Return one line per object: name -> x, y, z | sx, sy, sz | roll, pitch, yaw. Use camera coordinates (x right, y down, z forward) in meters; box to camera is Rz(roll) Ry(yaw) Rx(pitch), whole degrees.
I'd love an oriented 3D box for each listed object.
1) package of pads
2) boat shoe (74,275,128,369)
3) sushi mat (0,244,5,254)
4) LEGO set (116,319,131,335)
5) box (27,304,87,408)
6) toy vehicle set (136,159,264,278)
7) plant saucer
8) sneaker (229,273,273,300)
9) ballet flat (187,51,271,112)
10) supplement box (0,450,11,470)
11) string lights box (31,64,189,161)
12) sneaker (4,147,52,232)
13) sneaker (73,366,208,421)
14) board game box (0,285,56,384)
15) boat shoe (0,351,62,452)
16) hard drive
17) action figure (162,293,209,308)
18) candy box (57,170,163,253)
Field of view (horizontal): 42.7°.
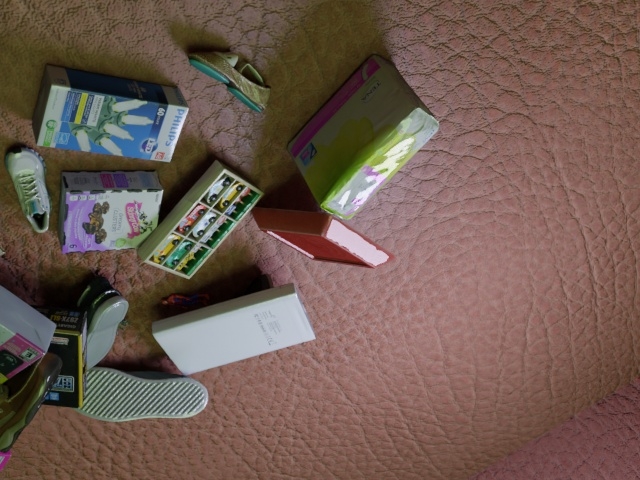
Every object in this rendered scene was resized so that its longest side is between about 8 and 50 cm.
package of pads -> 0.084, -0.214, 1.713 | 0.296, 0.229, 0.101 | -46, 135, 18
boat shoe -> -0.536, 0.202, 1.904 | 0.114, 0.091, 0.302 | -12, 147, -52
sushi mat -> -0.815, 0.051, 1.659 | 0.316, 0.019, 0.151 | -28, 137, 0
LEGO set -> -0.499, 0.203, 1.975 | 0.083, 0.023, 0.054 | 12, 124, -19
box -> -0.682, 0.249, 1.806 | 0.322, 0.079, 0.257 | 8, 132, -8
toy vehicle set -> -0.259, -0.040, 1.788 | 0.267, 0.035, 0.166 | -48, 149, 8
plant saucer -> 0.000, 0.000, 1.880 | 0.258, 0.259, 0.048 | 31, 72, -44
sneaker -> -0.202, 0.171, 2.049 | 0.118, 0.083, 0.222 | 6, 129, -31
ballet flat -> -0.172, -0.328, 1.602 | 0.206, 0.073, 0.067 | 33, 84, -47
supplement box -> -0.887, 0.506, 1.998 | 0.220, 0.111, 0.114 | 19, 120, -40
string lights box -> -0.397, -0.237, 1.551 | 0.259, 0.077, 0.133 | 5, 128, -31
sneaker -> -0.562, -0.095, 1.601 | 0.071, 0.083, 0.191 | -16, 135, -11
sneaker -> -0.477, 0.396, 2.096 | 0.366, 0.135, 0.150 | 10, 171, -11
board game box -> -0.730, 0.210, 1.660 | 0.303, 0.097, 0.224 | -32, 122, 23
boat shoe -> -0.666, 0.342, 1.759 | 0.120, 0.122, 0.324 | 34, 123, -12
hard drive -> -0.207, 0.223, 2.020 | 0.353, 0.047, 0.233 | -16, 144, 2
action figure -> -0.331, 0.148, 2.002 | 0.115, 0.030, 0.038 | 1, 136, -26
candy box -> -0.439, -0.061, 1.706 | 0.196, 0.070, 0.165 | -4, 133, -25
